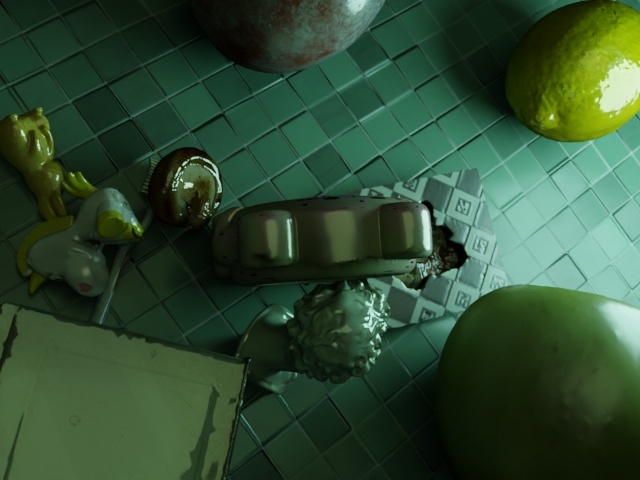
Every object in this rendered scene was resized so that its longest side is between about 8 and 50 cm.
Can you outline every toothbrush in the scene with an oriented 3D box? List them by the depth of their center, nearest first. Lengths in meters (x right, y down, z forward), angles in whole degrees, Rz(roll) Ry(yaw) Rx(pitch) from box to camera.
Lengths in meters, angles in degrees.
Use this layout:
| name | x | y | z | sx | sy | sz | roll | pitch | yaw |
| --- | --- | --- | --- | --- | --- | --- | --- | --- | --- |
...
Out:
| name | x | y | z | sx | sy | sz | roll | pitch | yaw |
| --- | --- | --- | --- | --- | --- | --- | --- | --- | --- |
| toothbrush | -0.282 | 0.049 | 1.179 | 0.037 | 0.028 | 0.375 | 20 | 68 | -7 |

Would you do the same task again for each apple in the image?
| name | x | y | z | sx | sy | sz | roll | pitch | yaw |
| --- | --- | --- | --- | --- | --- | --- | --- | --- | --- |
| apple | 0.329 | 0.232 | 1.181 | 0.357 | 0.357 | 0.357 | 6 | 72 | -18 |

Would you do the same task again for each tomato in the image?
| name | x | y | z | sx | sy | sz | roll | pitch | yaw |
| --- | --- | --- | --- | --- | --- | --- | --- | --- | --- |
| tomato | -0.049 | -0.402 | 1.245 | 0.282 | 0.317 | 0.316 | 43 | 64 | -24 |

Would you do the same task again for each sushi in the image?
| name | x | y | z | sx | sy | sz | roll | pitch | yaw |
| --- | --- | --- | --- | --- | --- | --- | --- | --- | --- |
| sushi | 0.163 | 0.014 | 1.343 | 0.231 | 0.047 | 0.219 | -11 | 83 | -17 |

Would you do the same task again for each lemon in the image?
| name | x | y | z | sx | sy | sz | roll | pitch | yaw |
| --- | --- | --- | --- | --- | --- | --- | --- | --- | --- |
| lemon | 0.439 | -0.284 | 1.432 | 0.263 | 0.236 | 0.235 | -15 | 79 | -40 |

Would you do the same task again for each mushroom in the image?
| name | x | y | z | sx | sy | sz | roll | pitch | yaw |
| --- | --- | --- | --- | --- | --- | --- | --- | --- | --- |
| mushroom | -0.185 | -0.073 | 1.204 | 0.087 | 0.127 | 0.127 | 10 | 63 | 30 |

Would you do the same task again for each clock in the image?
| name | x | y | z | sx | sy | sz | roll | pitch | yaw |
| --- | --- | --- | --- | --- | --- | --- | --- | --- | --- |
| clock | 0.000 | 0.000 | 1.125 | 0.284 | 0.309 | 0.114 | -2 | 86 | -9 |

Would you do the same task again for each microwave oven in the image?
| name | x | y | z | sx | sy | sz | roll | pitch | yaw |
| --- | --- | --- | --- | --- | --- | --- | --- | --- | --- |
| microwave oven | -0.286 | 0.298 | 0.970 | 0.333 | 0.247 | 0.394 | 16 | 75 | -16 |

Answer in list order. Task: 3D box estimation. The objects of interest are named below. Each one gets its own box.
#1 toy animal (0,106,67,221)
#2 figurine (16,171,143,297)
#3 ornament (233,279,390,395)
| name | x | y | z | sx | sy | sz | roll | pitch | yaw |
| --- | --- | --- | --- | --- | --- | --- | --- | --- | --- |
| toy animal | -0.388 | -0.096 | 1.173 | 0.070 | 0.083 | 0.159 | -35 | 100 | -51 |
| figurine | -0.322 | 0.006 | 1.138 | 0.130 | 0.109 | 0.178 | 37 | 93 | 3 |
| ornament | -0.033 | 0.138 | 1.113 | 0.120 | 0.285 | 0.130 | 40 | 49 | -19 |
